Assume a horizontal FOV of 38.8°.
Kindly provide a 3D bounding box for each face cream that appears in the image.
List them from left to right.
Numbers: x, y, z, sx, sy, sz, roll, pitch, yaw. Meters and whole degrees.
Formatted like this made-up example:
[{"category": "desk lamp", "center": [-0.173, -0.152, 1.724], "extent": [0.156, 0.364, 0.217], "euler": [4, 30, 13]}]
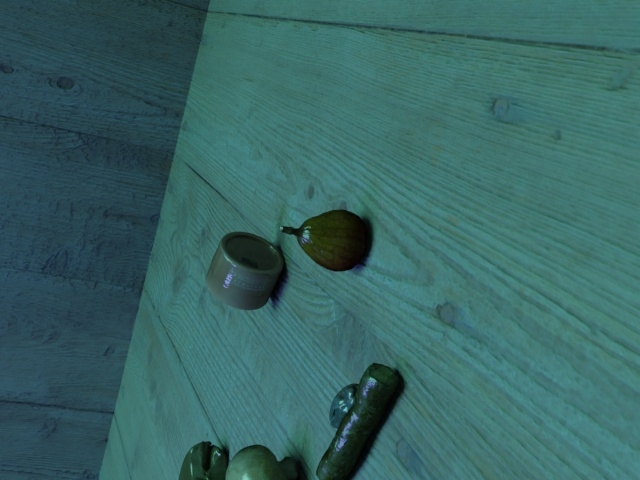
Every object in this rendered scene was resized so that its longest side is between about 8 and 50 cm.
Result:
[{"category": "face cream", "center": [-0.164, 0.065, 1.970], "extent": [0.149, 0.149, 0.104], "euler": [-109, 38, -51]}]

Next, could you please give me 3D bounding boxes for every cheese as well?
[{"category": "cheese", "center": [-0.272, 0.563, 2.080], "extent": [0.175, 0.091, 0.203], "euler": [-32, 51, 59]}]

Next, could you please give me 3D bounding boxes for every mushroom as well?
[{"category": "mushroom", "center": [-0.104, 0.458, 1.681], "extent": [0.166, 0.127, 0.166], "euler": [166, 90, -70]}]

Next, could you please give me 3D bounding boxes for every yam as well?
[{"category": "yam", "center": [0.054, 0.303, 1.447], "extent": [0.061, 0.061, 0.253], "euler": [-109, 36, -51]}]

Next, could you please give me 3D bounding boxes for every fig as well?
[{"category": "fig", "center": [0.013, 0.007, 1.595], "extent": [0.119, 0.153, 0.119], "euler": [19, 117, 43]}]

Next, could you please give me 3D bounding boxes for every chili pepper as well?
[{"category": "chili pepper", "center": [0.041, 0.277, 1.515], "extent": [0.153, 0.041, 0.050], "euler": [-52, 18, 49]}]
